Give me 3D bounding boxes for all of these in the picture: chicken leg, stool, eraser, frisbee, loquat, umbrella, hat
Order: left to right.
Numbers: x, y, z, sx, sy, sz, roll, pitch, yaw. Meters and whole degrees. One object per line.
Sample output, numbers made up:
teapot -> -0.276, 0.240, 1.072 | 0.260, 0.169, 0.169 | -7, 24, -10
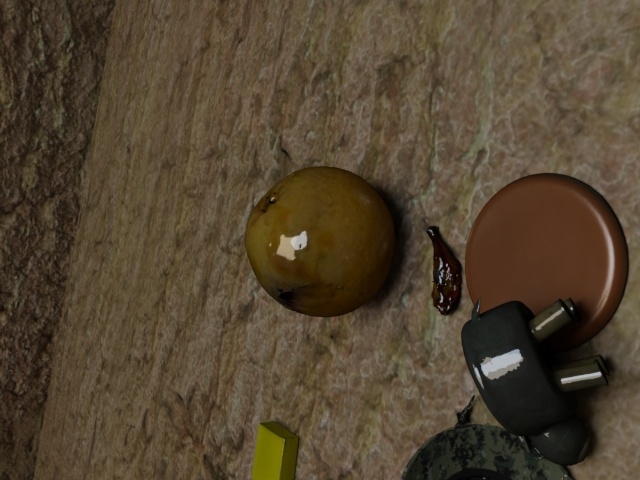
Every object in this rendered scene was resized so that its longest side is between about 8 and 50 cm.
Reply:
eraser -> -0.093, 0.448, 1.319 | 0.097, 0.045, 0.122 | 9, 92, 52
loquat -> 0.000, 0.000, 1.105 | 0.263, 0.263, 0.263 | -8, 79, 52
chicken leg -> 0.192, 0.046, 1.010 | 0.062, 0.037, 0.145 | 165, 105, -65
umbrella -> 0.206, 0.288, 0.974 | 0.022, 0.022, 0.148 | 27, 122, 12
hat -> 0.214, 0.382, 0.848 | 0.128, 0.266, 0.265 | 99, 161, -68
frisbee -> 0.297, 0.031, 0.883 | 0.251, 0.021, 0.250 | -5, 83, 52
stool -> 0.276, 0.162, 0.795 | 0.139, 0.228, 0.153 | -29, 29, 22
